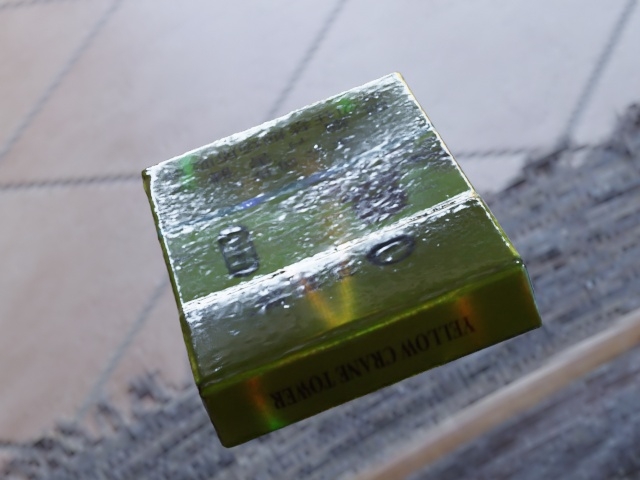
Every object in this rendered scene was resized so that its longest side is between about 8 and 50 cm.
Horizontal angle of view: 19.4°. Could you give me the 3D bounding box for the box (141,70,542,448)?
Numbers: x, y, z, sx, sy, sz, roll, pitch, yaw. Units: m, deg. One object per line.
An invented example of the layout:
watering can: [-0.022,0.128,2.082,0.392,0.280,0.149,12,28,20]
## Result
box: [0.000,0.000,0.723,0.121,0.030,0.193,-22,27,-1]
